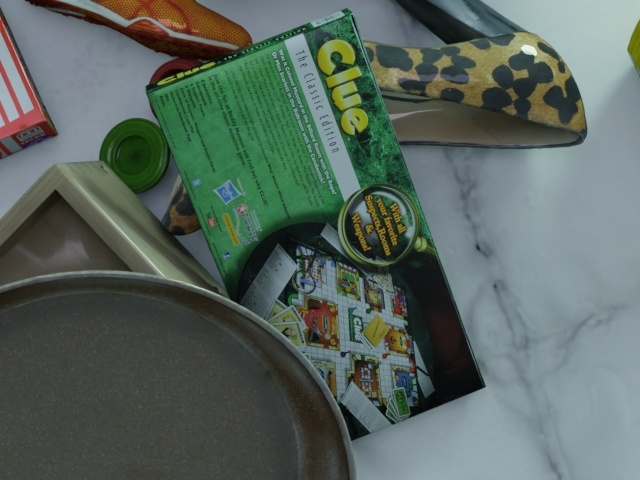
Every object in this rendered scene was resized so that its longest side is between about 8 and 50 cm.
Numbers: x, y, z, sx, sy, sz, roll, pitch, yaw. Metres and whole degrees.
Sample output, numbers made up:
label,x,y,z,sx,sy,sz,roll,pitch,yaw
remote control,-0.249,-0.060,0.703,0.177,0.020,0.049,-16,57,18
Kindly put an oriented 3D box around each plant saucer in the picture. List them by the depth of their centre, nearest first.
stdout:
label,x,y,z,sx,sy,sz,roll,pitch,yaw
plant saucer,-0.134,0.150,0.990,0.311,0.050,0.310,-3,114,-6

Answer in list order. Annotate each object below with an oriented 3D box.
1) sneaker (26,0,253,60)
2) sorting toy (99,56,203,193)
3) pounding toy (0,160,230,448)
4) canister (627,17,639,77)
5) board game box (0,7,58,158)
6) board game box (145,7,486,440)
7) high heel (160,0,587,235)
label,x,y,z,sx,sy,sz,roll,pitch,yaw
sneaker,-0.123,-0.168,1.096,0.175,0.064,0.067,23,85,5
sorting toy,-0.099,-0.071,1.097,0.061,0.042,0.102,37,96,22
pounding toy,-0.196,0.028,1.053,0.181,0.094,0.206,-45,83,12
canister,0.262,-0.073,1.039,0.073,0.126,0.170,-23,79,-2
board game box,-0.283,-0.130,1.105,0.147,0.045,0.193,-26,81,-2
board game box,0.000,0.000,1.030,0.136,0.030,0.259,-20,107,0
high heel,0.038,-0.058,1.057,0.186,0.093,0.261,40,77,12
